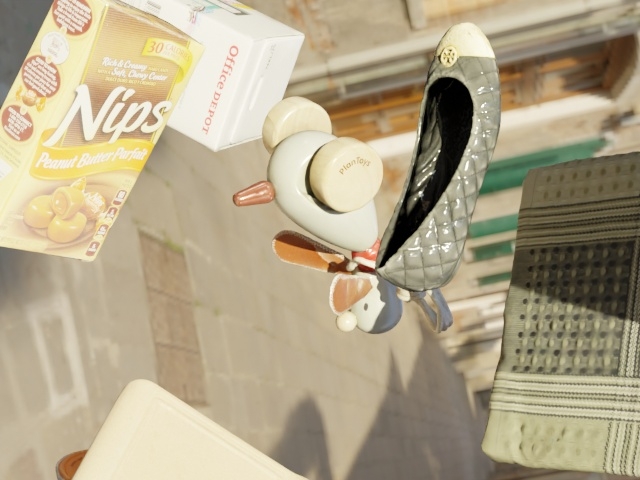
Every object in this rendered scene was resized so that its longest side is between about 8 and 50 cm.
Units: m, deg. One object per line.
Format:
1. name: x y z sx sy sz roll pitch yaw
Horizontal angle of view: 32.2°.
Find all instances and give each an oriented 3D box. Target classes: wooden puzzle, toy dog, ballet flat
1. wooden puzzle: -0.144 0.286 1.159 0.044 0.238 0.221 -51 -170 45
2. toy dog: 0.000 0.000 1.327 0.334 0.161 0.220 64 -15 -16
3. ballet flat: 0.074 -0.053 0.688 0.049 0.057 0.173 14 86 -38

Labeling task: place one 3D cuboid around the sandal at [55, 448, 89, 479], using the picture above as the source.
1. sandal: -0.194 0.269 1.378 0.102 0.265 0.076 -130 -129 -59

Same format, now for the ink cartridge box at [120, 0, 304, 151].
1. ink cartridge box: -0.207 -0.304 1.855 0.197 0.270 0.198 -27 143 -62

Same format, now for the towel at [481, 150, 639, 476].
1. towel: 0.293 0.060 0.998 0.056 0.324 0.312 21 74 -36

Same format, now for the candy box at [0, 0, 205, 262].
1. candy box: -0.290 -0.136 1.343 0.087 0.316 0.183 37 12 30
